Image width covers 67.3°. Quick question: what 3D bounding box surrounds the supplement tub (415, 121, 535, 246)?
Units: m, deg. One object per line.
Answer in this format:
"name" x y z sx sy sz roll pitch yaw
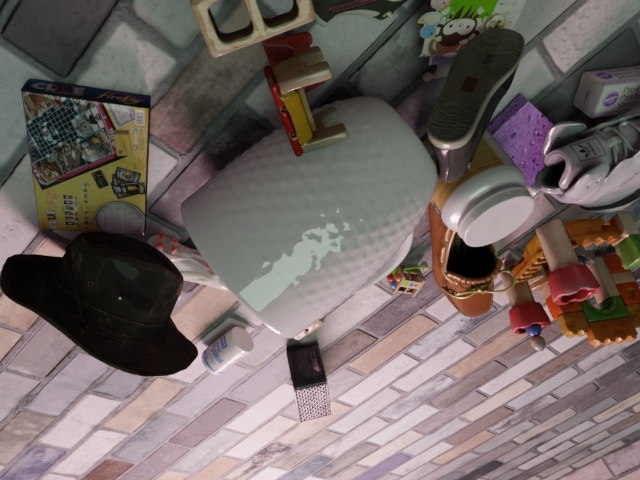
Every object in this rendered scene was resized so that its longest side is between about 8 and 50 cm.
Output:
"supplement tub" 0.247 -0.104 0.806 0.144 0.199 0.144 -16 147 -11

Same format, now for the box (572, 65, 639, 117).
"box" 0.625 -0.279 0.864 0.324 0.063 0.067 -8 132 -8

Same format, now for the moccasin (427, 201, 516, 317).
"moccasin" 0.318 0.046 1.013 0.139 0.147 0.380 -17 133 0

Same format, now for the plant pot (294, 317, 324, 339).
"plant pot" -0.050 0.147 1.036 0.109 0.096 0.109 -35 130 15

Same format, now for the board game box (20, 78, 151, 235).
"board game box" -0.357 -0.117 0.752 0.165 0.042 0.243 4 130 -19

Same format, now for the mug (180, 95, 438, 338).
"mug" 0.024 -0.031 0.785 0.328 0.276 0.374 -39 137 3

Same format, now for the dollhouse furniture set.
"dollhouse furniture set" -0.102 -0.292 0.553 0.152 0.201 0.374 -19 131 2

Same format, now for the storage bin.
"storage bin" -0.030 0.359 1.213 0.084 0.122 0.180 -11 133 -5

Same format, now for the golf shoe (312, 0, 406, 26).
"golf shoe" 0.107 -0.367 0.638 0.273 0.105 0.120 -10 153 -4

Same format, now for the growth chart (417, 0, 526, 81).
"growth chart" 0.221 -0.313 0.692 0.172 0.021 0.237 -14 161 -1

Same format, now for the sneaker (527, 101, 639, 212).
"sneaker" 0.524 -0.167 0.798 0.210 0.137 0.366 -1 151 -24

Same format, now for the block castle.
"block castle" 0.650 0.090 1.031 0.454 0.212 0.303 -7 154 -6

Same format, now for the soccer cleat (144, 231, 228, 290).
"soccer cleat" -0.249 0.051 0.921 0.196 0.068 0.076 28 124 -26

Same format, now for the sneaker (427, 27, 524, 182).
"sneaker" 0.221 -0.199 0.708 0.222 0.083 0.118 -56 157 -13

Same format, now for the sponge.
"sponge" 0.399 -0.177 0.916 0.210 0.031 0.117 24 122 -33

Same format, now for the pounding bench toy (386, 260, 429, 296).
"pounding bench toy" 0.194 0.075 1.069 0.065 0.052 0.083 11 127 -23

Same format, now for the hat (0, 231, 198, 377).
"hat" -0.320 0.069 0.787 0.331 0.331 0.134 33 92 -35

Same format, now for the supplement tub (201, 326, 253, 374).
"supplement tub" -0.214 0.254 1.104 0.107 0.071 0.071 -40 129 19
